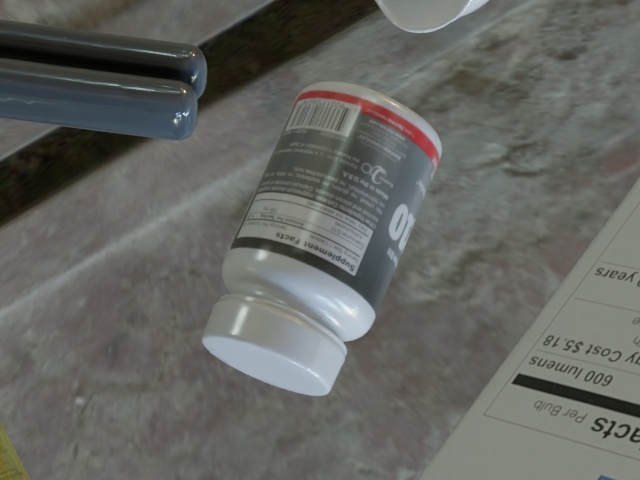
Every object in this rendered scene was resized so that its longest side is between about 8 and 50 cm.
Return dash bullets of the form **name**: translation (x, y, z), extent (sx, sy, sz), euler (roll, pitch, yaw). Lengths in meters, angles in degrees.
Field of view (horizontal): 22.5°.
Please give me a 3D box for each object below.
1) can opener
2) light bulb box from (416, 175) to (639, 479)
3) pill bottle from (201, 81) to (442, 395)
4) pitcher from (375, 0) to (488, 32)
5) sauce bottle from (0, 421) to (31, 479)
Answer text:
- **can opener**: translation (-0.216, -0.125, 1.070), extent (0.280, 0.093, 0.074), euler (11, 51, -1)
- **light bulb box**: translation (0.229, 0.180, 0.694), extent (0.361, 0.358, 0.225), euler (-50, 127, -22)
- **pill bottle**: translation (0.000, 0.000, 1.595), extent (0.161, 0.161, 0.283), euler (26, 72, -8)
- **pitcher**: translation (0.074, -0.259, 1.301), extent (0.125, 0.207, 0.178), euler (-34, 93, 20)
- **sauce bottle**: translation (-0.346, 0.140, 1.395), extent (0.111, 0.111, 0.344), euler (-27, 78, -4)
